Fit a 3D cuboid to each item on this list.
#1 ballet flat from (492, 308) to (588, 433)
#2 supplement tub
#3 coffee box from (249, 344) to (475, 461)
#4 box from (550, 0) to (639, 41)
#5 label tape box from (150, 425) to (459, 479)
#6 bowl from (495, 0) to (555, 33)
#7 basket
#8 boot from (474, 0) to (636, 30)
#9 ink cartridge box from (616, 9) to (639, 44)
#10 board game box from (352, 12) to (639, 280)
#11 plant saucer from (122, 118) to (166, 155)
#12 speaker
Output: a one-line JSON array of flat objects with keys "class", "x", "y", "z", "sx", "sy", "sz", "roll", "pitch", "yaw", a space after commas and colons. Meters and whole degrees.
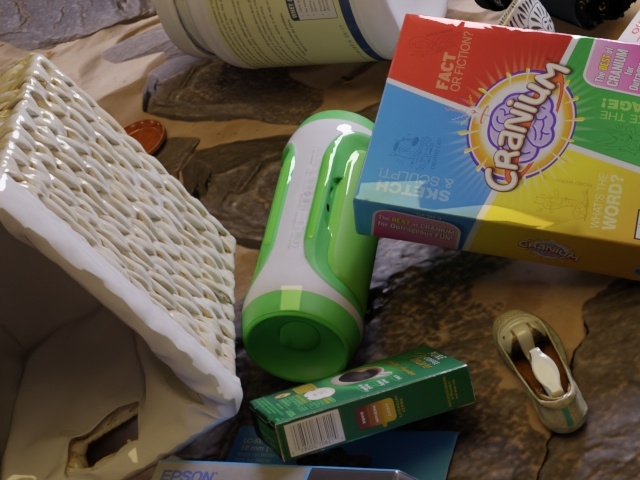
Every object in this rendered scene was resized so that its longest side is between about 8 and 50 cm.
[{"class": "ballet flat", "x": 0.199, "y": 0.105, "z": 1.250, "sx": 0.057, "sy": 0.052, "sz": 0.168, "roll": -27, "pitch": 39, "yaw": 0}, {"class": "supplement tub", "x": -0.025, "y": -0.336, "z": 1.715, "sx": 0.324, "sy": 0.235, "sz": 0.235, "roll": 1, "pitch": 47, "yaw": 30}, {"class": "coffee box", "x": 0.036, "y": 0.146, "z": 1.234, "sx": 0.184, "sy": 0.040, "sz": 0.113, "roll": -16, "pitch": 8, "yaw": -14}, {"class": "box", "x": 0.365, "y": -0.276, "z": 1.597, "sx": 0.201, "sy": 0.021, "sz": 0.164, "roll": -13, "pitch": 38, "yaw": 18}, {"class": "label tape box", "x": -0.041, "y": 0.265, "z": 1.168, "sx": 0.240, "sy": 0.106, "sz": 0.334, "roll": -2, "pitch": 45, "yaw": 26}, {"class": "bowl", "x": 0.214, "y": -0.194, "z": 1.526, "sx": 0.080, "sy": 0.170, "sz": 0.170, "roll": 34, "pitch": 59, "yaw": -1}, {"class": "basket", "x": -0.294, "y": 0.058, "z": 1.313, "sx": 0.328, "sy": 0.331, "sz": 0.266, "roll": -32, "pitch": 34, "yaw": 22}, {"class": "boot", "x": 0.319, "y": -0.348, "z": 1.612, "sx": 0.246, "sy": 0.094, "sz": 0.207, "roll": -47, "pitch": 36, "yaw": -15}, {"class": "ink cartridge box", "x": 0.393, "y": -0.211, "z": 1.444, "sx": 0.198, "sy": 0.067, "sz": 0.115, "roll": 19, "pitch": 61, "yaw": 38}, {"class": "board game box", "x": 0.212, "y": -0.095, "z": 1.344, "sx": 0.316, "sy": 0.064, "sz": 0.242, "roll": 9, "pitch": 60, "yaw": 11}, {"class": "plant saucer", "x": -0.239, "y": -0.126, "z": 1.781, "sx": 0.083, "sy": 0.013, "sz": 0.083, "roll": -16, "pitch": 40, "yaw": 14}, {"class": "speaker", "x": 0.000, "y": 0.000, "z": 1.418, "sx": 0.131, "sy": 0.131, "sz": 0.297, "roll": -9, "pitch": 42, "yaw": 21}]
